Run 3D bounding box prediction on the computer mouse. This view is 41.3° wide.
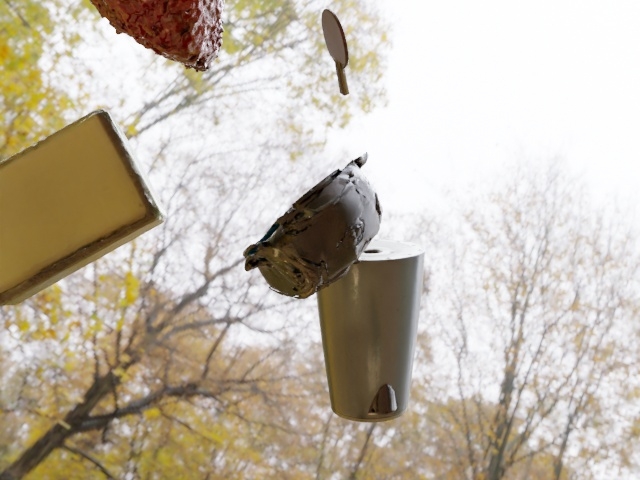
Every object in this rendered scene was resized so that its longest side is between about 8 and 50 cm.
[{"bbox_3d":[0.000,0.000,0.783,0.077,0.146,0.241,52,-12,1],"label":"computer mouse"}]

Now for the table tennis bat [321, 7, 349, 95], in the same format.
[{"bbox_3d":[0.030,-0.327,1.478,0.095,0.014,0.158,49,-24,52],"label":"table tennis bat"}]

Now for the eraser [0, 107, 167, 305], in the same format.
[{"bbox_3d":[-0.240,-0.029,0.778,0.117,0.172,0.058,60,-1,7],"label":"eraser"}]

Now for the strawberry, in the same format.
[{"bbox_3d":[-0.155,-0.230,0.767,0.140,0.085,0.192,12,-47,-4],"label":"strawberry"}]

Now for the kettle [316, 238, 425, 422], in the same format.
[{"bbox_3d":[0.057,0.123,1.239,0.210,0.159,0.243,-156,-117,-64],"label":"kettle"}]
